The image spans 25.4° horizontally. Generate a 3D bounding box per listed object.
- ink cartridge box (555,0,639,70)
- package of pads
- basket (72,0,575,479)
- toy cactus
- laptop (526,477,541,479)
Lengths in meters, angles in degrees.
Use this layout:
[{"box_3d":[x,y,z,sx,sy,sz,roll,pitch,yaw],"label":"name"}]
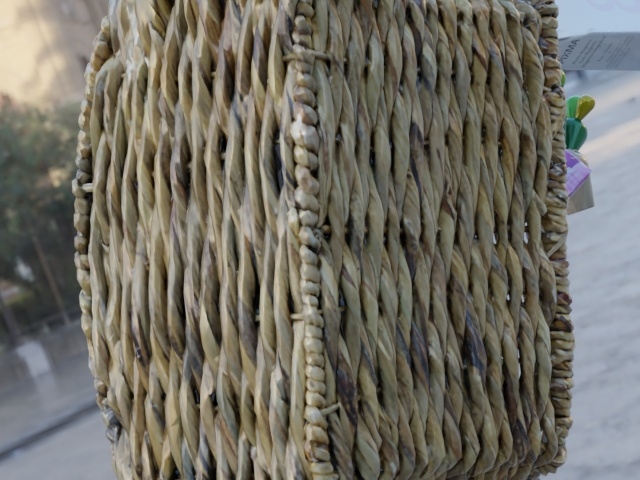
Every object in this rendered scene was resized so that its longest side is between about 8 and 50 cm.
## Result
[{"box_3d":[0.158,-0.225,1.211,0.232,0.189,0.066,0,-39,-28],"label":"ink cartridge box"},{"box_3d":[0.205,-0.073,1.320,0.050,0.083,0.032,-42,-11,-40],"label":"package of pads"},{"box_3d":[0.000,0.000,0.830,0.223,0.299,0.213,-1,-3,-44],"label":"basket"},{"box_3d":[0.262,-0.116,1.639,0.112,0.180,0.219,-19,-4,21],"label":"toy cactus"},{"box_3d":[0.045,0.127,1.223,0.137,0.264,0.234,-38,-42,1],"label":"laptop"}]
